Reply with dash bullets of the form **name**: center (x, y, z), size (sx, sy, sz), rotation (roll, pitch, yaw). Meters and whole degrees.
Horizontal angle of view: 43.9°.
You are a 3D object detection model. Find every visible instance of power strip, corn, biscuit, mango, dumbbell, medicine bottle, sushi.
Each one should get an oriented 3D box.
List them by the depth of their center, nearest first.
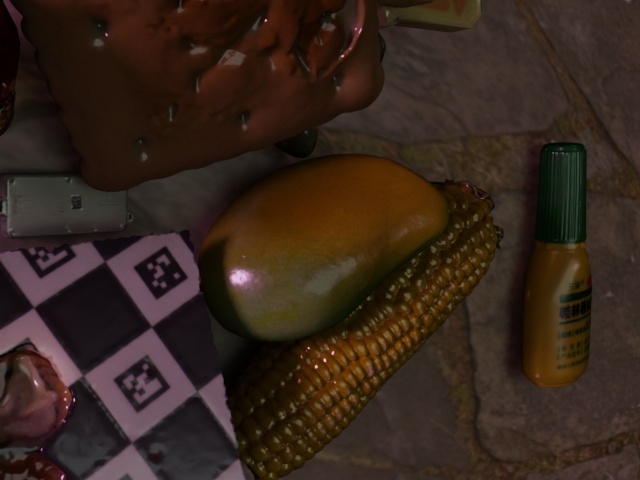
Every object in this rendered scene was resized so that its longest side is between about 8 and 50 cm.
- **biscuit**: center (-0.064, -0.169, 0.413), size (0.217, 0.044, 0.324), rotation (-21, 138, -14)
- **sushi**: center (-0.172, 0.151, 0.458), size (0.264, 0.050, 0.289), rotation (-8, 80, -28)
- **power strip**: center (-0.164, -0.023, 0.510), size (0.090, 0.016, 0.040), rotation (-5, 102, -40)
- **mango**: center (-0.004, -0.001, 0.587), size (0.191, 0.122, 0.085), rotation (-35, 146, -25)
- **dumbbell**: center (0.003, -0.119, 0.613), size (0.046, 0.052, 0.118), rotation (36, 71, 2)
- **corn**: center (0.033, 0.063, 0.643), size (0.305, 0.106, 0.106), rotation (-43, 124, -23)
- **medicine bottle**: center (0.255, 0.026, 0.853), size (0.095, 0.064, 0.260), rotation (-12, 105, -39)

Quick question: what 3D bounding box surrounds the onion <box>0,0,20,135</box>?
- **onion**: center (-0.208, -0.085, 0.382), size (0.131, 0.131, 0.131), rotation (-9, 105, -40)

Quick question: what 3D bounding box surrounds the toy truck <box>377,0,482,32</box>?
- **toy truck**: center (0.032, -0.233, 0.564), size (0.272, 0.124, 0.157), rotation (-7, 98, -40)
